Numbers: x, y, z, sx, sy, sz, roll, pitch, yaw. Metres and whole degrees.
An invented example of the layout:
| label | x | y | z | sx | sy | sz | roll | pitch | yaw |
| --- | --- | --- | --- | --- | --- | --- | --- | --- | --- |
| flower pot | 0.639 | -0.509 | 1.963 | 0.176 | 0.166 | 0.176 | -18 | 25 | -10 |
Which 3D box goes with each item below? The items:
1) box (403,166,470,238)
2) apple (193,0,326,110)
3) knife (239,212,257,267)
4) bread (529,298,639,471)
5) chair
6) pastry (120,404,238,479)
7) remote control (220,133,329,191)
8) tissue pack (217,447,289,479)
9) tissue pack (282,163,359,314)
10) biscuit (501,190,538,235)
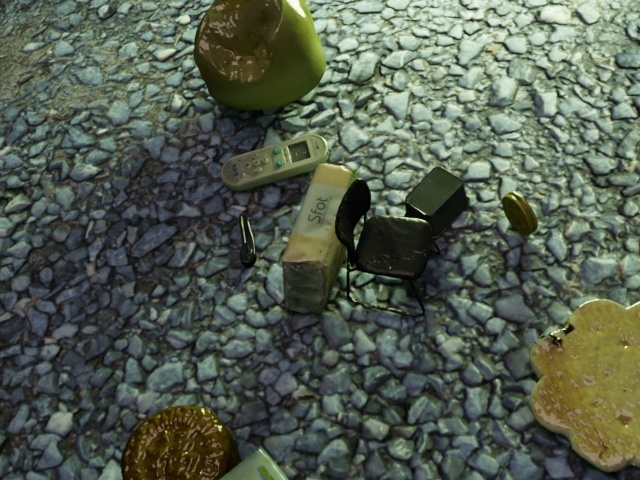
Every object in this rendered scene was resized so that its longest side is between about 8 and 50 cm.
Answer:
| label | x | y | z | sx | sy | sz | roll | pitch | yaw |
| --- | --- | --- | --- | --- | --- | --- | --- | --- | --- |
| box | 0.211 | -0.073 | 1.596 | 0.084 | 0.069 | 0.122 | 34 | 71 | 31 |
| apple | -0.120 | -0.399 | 1.780 | 0.279 | 0.279 | 0.279 | -6 | 56 | 9 |
| knife | -0.142 | -0.002 | 1.662 | 0.031 | 0.018 | 0.121 | -14 | 54 | 2 |
| bread | 0.481 | 0.222 | 1.351 | 0.316 | 0.054 | 0.316 | -6 | 55 | 9 |
| chair | 0.114 | 0.009 | 1.471 | 0.145 | 0.221 | 0.140 | 8 | 60 | 18 |
| pastry | -0.225 | 0.359 | 1.393 | 0.189 | 0.103 | 0.188 | -6 | 56 | 10 |
| remote control | -0.090 | -0.153 | 1.734 | 0.221 | 0.042 | 0.078 | -16 | 55 | 1 |
| tissue pack | -0.146 | 0.527 | 1.231 | 0.388 | 0.162 | 0.287 | -38 | 58 | -13 |
| tissue pack | 0.000 | 0.000 | 1.528 | 0.090 | 0.186 | 0.222 | 16 | 61 | 9 |
| biscuit | 0.352 | -0.047 | 1.538 | 0.023 | 0.084 | 0.084 | -32 | 56 | -9 |
